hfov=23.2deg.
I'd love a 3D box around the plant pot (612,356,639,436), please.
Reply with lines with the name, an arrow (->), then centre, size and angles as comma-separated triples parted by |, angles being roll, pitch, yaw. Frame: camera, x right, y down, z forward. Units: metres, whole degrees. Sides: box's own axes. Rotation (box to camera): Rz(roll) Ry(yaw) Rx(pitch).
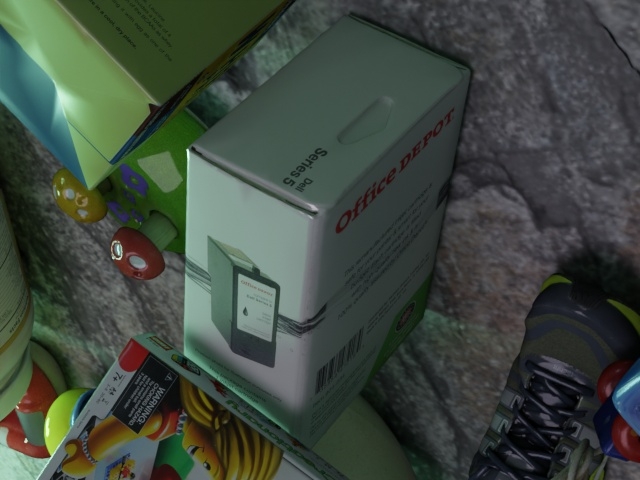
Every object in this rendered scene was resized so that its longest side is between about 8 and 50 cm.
plant pot -> 0.356, 0.068, 0.903 | 0.236, 0.212, 0.236 | 44, 143, -1

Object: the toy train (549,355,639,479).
toy train -> 0.257, 0.147, 1.083 | 0.143, 0.105, 0.248 | 33, 105, -5

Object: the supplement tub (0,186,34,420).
supplement tub -> -0.409, 0.029, 1.524 | 0.228, 0.228, 0.316 | 19, 136, 28

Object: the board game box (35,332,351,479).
board game box -> -0.140, 0.247, 1.157 | 0.193, 0.053, 0.305 | 35, 97, 11

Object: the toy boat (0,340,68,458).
toy boat -> -0.393, 0.182, 1.715 | 0.231, 0.151, 0.151 | 15, 134, 31

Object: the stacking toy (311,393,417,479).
stacking toy -> -0.159, 0.318, 1.455 | 0.480, 0.350, 0.350 | -26, 106, 46

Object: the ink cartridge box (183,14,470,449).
ink cartridge box -> 0.000, 0.000, 1.163 | 0.115, 0.198, 0.273 | 28, 139, 20

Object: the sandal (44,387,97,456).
sandal -> -0.149, 0.272, 1.616 | 0.317, 0.126, 0.138 | 48, 138, -9

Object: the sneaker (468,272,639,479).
sneaker -> 0.178, 0.150, 1.208 | 0.111, 0.121, 0.300 | 25, 138, 21

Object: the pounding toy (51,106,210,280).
pounding toy -> -0.168, -0.054, 1.302 | 0.183, 0.110, 0.237 | 15, 142, 41

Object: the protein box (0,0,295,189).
protein box -> -0.148, -0.187, 1.115 | 0.200, 0.201, 0.136 | 46, 142, -3
